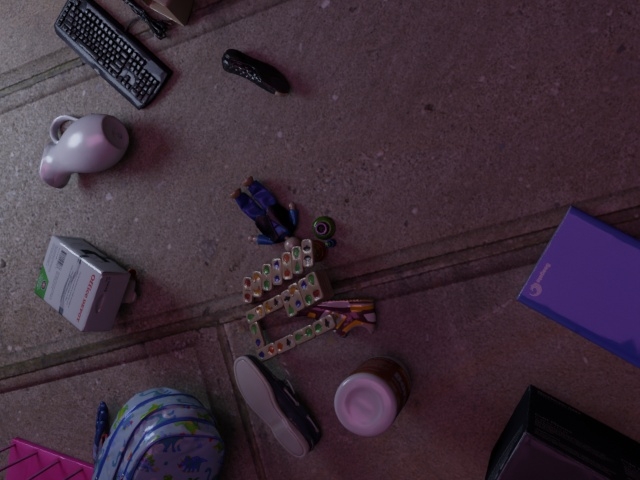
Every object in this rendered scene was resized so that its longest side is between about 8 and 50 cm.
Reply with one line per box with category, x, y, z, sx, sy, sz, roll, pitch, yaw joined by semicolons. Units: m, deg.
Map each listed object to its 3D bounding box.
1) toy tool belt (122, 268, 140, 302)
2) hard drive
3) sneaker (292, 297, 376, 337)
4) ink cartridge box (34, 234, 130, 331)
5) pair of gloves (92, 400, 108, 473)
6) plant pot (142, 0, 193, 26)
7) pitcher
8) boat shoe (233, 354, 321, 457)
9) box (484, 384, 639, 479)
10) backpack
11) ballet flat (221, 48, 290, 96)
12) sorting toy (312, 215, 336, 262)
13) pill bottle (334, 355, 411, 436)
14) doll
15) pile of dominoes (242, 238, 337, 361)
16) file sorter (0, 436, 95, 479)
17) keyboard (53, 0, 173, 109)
toy tool belt;-0.450;0.102;1.705;0.051;0.052;0.083;17;96;60
hard drive;0.565;0.101;1.387;0.319;0.040;0.210;30;103;13
sneaker;0.025;0.166;1.549;0.186;0.069;0.083;-5;88;19
ink cartridge box;-0.547;0.099;1.685;0.208;0.087;0.153;30;103;34
pair of gloves;-0.510;0.476;1.705;0.023;0.198;0.159;7;120;-21
plant pot;-0.331;-0.547;1.593;0.109;0.109;0.096;32;91;13
pitcher;-0.545;-0.232;1.682;0.207;0.125;0.177;-20;71;27
boat shoe;-0.089;0.346;1.586;0.254;0.079;0.095;51;134;4
box;0.481;0.449;1.299;0.343;0.312;0.178;28;102;14
backpack;-0.347;0.501;1.595;0.290;0.273;0.355;16;81;-27
ballet flat;-0.137;-0.356;1.579;0.173;0.057;0.049;33;144;14
sorting toy;0.000;0.000;1.558;0.061;0.042;0.101;17;99;16
pill bottle;0.112;0.297;1.454;0.121;0.216;0.121;2;95;17
doll;-0.112;-0.045;1.588;0.129;0.046;0.189;-43;87;6
pile of dominoes;-0.083;0.129;1.546;0.251;0.040;0.195;-30;72;35
file sorter;-0.681;0.633;1.750;0.291;0.182;0.202;13;99;16
keyboard;-0.460;-0.465;1.675;0.317;0.033;0.201;42;105;10
